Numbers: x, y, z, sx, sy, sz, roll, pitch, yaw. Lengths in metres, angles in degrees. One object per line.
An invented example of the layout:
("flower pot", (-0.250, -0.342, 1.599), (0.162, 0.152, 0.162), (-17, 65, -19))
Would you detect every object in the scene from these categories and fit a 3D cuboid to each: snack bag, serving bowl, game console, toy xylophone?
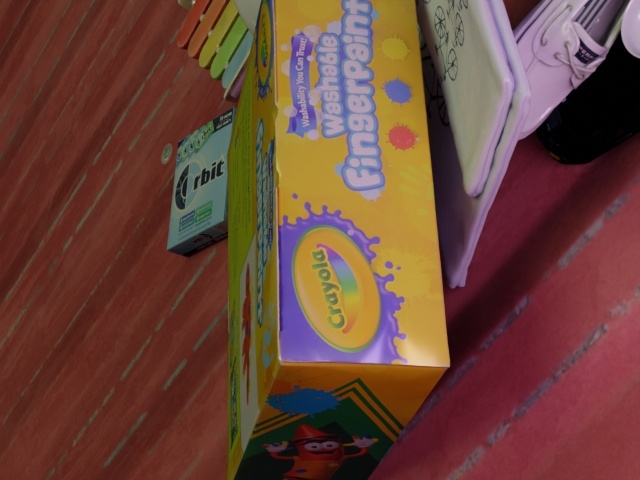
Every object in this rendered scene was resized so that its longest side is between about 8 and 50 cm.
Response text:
("snack bag", (0.127, -0.168, 1.225), (0.342, 0.037, 0.323), (99, 162, -58))
("serving bowl", (0.316, -0.199, 1.086), (0.083, 0.027, 0.083), (-25, 56, 43))
("game console", (0.290, -0.264, 1.217), (0.213, 0.044, 0.361), (-34, 49, 40))
("toy xylophone", (-0.110, -0.346, 1.781), (0.236, 0.081, 0.322), (-61, 35, 18))

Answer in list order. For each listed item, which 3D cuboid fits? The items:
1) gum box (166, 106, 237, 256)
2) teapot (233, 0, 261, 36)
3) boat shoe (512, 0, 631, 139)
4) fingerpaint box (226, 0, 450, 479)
("gum box", (-0.164, -0.085, 1.772), (0.157, 0.041, 0.184), (-24, 55, 48))
("teapot", (0.023, -0.335, 1.467), (0.187, 0.256, 0.252), (-13, 53, 44))
("boat shoe", (0.236, -0.192, 1.141), (0.226, 0.083, 0.076), (-63, 34, 9))
("fingerpaint box", (0.000, 0.000, 1.271), (0.371, 0.163, 0.444), (110, 160, -59))
